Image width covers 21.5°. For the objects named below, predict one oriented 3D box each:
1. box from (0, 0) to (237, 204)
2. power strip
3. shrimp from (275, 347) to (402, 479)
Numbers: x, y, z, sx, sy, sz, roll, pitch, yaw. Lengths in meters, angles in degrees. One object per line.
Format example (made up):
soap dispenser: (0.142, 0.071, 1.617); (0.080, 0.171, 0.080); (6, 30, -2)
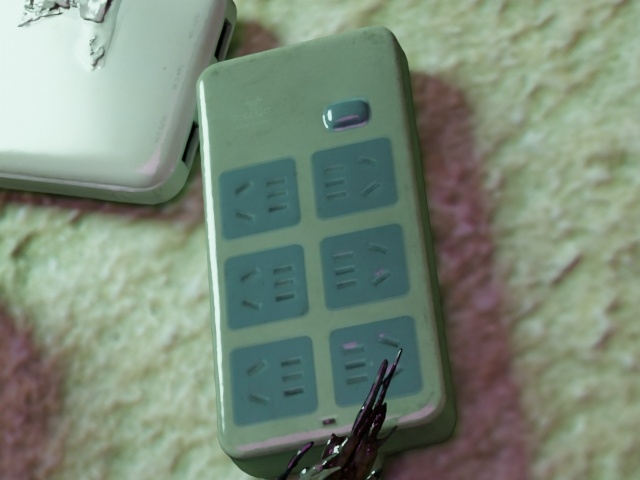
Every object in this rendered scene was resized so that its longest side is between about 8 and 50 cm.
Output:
box: (-0.194, -0.101, 1.022); (0.285, 0.044, 0.142); (7, 67, 23)
power strip: (0.000, 0.000, 0.894); (0.118, 0.046, 0.270); (-14, 58, 13)
shrimp: (-0.009, 0.156, 0.781); (0.079, 0.090, 0.233); (15, 82, 47)
